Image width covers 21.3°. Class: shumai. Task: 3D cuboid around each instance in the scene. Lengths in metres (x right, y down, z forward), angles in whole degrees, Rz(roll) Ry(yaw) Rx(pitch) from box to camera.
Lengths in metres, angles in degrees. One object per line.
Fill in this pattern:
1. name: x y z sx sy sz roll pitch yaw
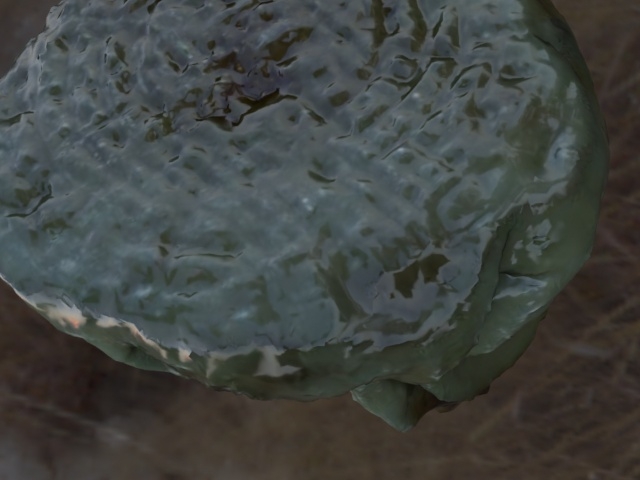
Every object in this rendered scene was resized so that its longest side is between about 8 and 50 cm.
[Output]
1. shumai: 0.000 0.000 0.903 0.304 0.263 0.309 -25 52 0
